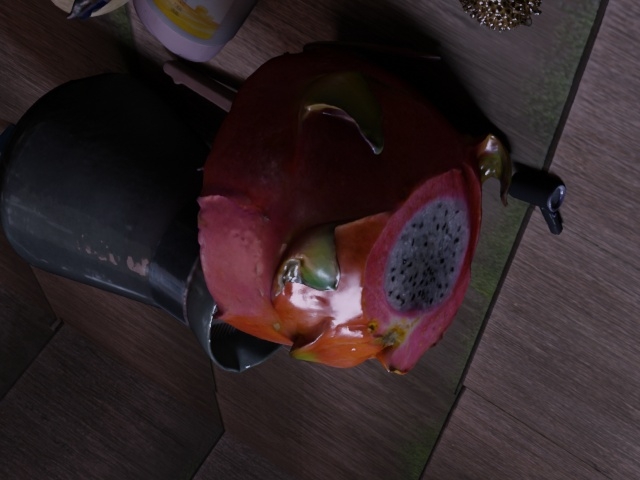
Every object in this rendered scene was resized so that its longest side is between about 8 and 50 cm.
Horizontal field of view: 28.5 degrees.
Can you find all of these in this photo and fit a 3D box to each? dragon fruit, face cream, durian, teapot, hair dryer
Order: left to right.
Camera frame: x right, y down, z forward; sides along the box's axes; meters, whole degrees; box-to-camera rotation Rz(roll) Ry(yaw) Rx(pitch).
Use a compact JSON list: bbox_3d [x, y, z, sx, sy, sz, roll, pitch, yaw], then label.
[{"bbox_3d":[-0.168,-0.043,1.409,0.344,0.253,0.300,31,116,27],"label":"teapot"},{"bbox_3d":[-0.097,-0.235,1.093,0.107,0.073,0.269,46,161,-7],"label":"face cream"},{"bbox_3d":[0.033,-0.021,1.074,0.189,0.290,0.290,15,153,32],"label":"dragon fruit"},{"bbox_3d":[0.122,-0.180,0.837,0.080,0.080,0.091,15,152,46],"label":"durian"},{"bbox_3d":[0.204,-0.031,1.142,0.047,0.026,0.083,24,165,36],"label":"hair dryer"}]

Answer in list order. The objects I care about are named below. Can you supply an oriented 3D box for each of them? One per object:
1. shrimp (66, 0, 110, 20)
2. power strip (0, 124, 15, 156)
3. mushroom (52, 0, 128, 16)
[{"bbox_3d":[-0.082,-0.240,0.916,0.164,0.062,0.317,45,132,-6],"label":"shrimp"},{"bbox_3d":[-0.452,-0.135,1.954,0.123,0.056,0.032,23,156,31],"label":"power strip"},{"bbox_3d":[-0.208,-0.274,1.063,0.127,0.166,0.166,-4,162,-9],"label":"mushroom"}]
